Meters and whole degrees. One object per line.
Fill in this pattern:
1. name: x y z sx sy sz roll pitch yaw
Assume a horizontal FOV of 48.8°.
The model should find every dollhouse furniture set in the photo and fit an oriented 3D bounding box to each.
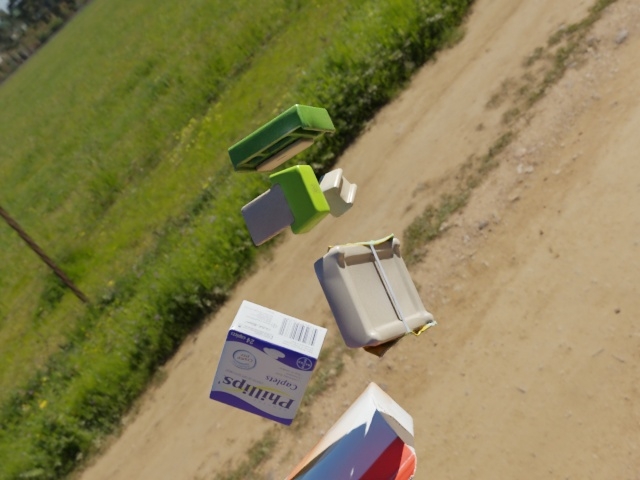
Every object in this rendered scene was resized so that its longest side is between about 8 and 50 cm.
1. dollhouse furniture set: 0.000 0.000 0.414 0.058 0.152 0.076 -30 -11 32

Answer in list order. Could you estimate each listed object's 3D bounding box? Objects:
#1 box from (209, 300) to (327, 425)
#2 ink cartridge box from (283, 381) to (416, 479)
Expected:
1. box: -0.073 0.172 0.981 0.072 0.126 0.137 -70 -1 -58
2. ink cartridge box: -0.007 0.157 0.409 0.145 0.045 0.179 -48 -11 1
